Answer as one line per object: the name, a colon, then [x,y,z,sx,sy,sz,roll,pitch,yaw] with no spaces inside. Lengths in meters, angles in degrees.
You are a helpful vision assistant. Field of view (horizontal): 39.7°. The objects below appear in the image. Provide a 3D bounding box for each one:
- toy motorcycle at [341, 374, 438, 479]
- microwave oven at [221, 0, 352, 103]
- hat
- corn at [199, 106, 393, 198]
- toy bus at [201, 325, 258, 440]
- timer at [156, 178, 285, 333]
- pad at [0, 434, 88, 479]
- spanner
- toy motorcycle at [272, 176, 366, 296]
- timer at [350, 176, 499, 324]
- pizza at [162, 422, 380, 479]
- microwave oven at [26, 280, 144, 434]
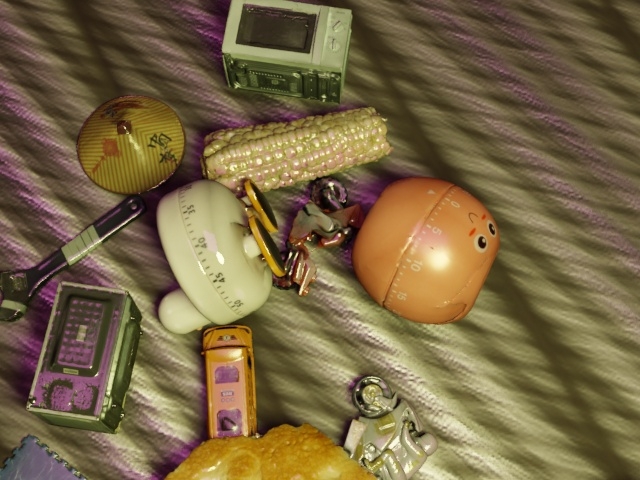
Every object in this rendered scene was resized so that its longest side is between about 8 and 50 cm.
toy motorcycle: [0.107,0.332,1.399,0.152,0.073,0.225,12,73,0]
microwave oven: [-0.056,-0.327,1.541,0.208,0.162,0.123,9,73,2]
hat: [-0.332,-0.182,1.532,0.193,0.082,0.193,0,70,-1]
corn: [-0.040,-0.151,1.515,0.335,0.127,0.127,-11,74,-7]
toy bus: [-0.145,0.229,1.414,0.083,0.088,0.195,-5,74,-2]
timer: [-0.186,0.028,1.405,0.240,0.233,0.234,-25,75,8]
pad: [-0.440,0.485,1.374,0.269,0.012,0.270,35,76,8]
spanner: [-0.432,0.020,1.506,0.315,0.024,0.087,-38,72,-11]
toy motorcycle: [0.000,0.000,1.490,0.118,0.084,0.213,30,83,6]
timer: [0.170,0.016,1.412,0.214,0.230,0.230,30,75,8]
pizza: [-0.079,0.361,1.303,0.365,0.074,0.182,-9,48,-1]
microwave oven: [-0.356,0.187,1.386,0.129,0.163,0.205,9,70,-1]
